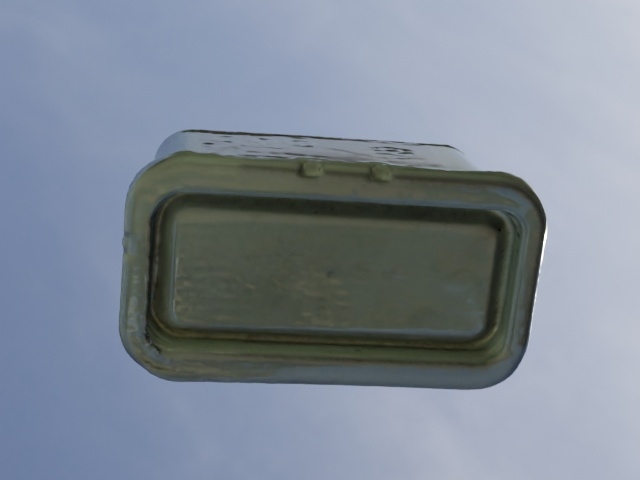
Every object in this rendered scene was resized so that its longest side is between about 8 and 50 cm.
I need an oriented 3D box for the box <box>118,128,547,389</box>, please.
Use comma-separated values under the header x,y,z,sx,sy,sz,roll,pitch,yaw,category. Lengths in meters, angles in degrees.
x,y,z,sx,sy,sz,roll,pitch,yaw,category
0.000,0.000,1.154,0.312,0.175,0.182,3,-161,-8,box
